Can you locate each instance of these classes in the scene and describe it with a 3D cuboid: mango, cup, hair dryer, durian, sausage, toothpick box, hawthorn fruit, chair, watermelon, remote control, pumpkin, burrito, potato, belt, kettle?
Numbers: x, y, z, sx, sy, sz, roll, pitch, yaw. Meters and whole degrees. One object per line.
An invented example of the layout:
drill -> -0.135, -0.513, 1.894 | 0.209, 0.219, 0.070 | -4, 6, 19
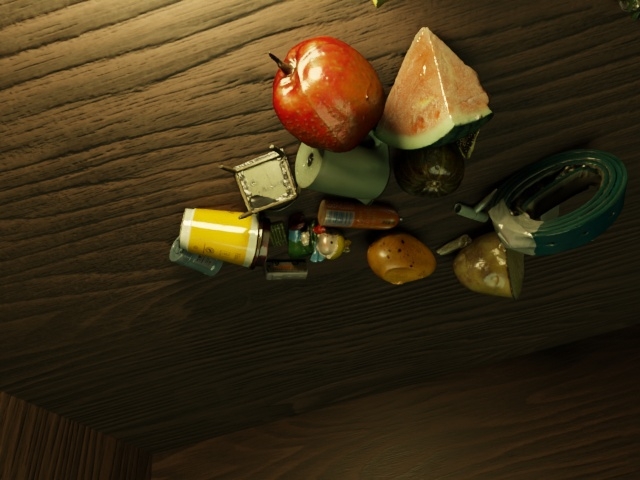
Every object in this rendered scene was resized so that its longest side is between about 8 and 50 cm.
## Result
mango -> 0.311, 0.060, 1.576 | 0.290, 0.191, 0.160 | 11, 141, -21
cup -> -0.302, -0.016, 1.331 | 0.279, 0.196, 0.196 | 11, 135, -13
hair dryer -> 0.609, -0.154, 1.537 | 0.154, 0.044, 0.183 | 11, 129, -29
durian -> 0.443, -0.321, 1.253 | 0.071, 0.110, 0.140 | 17, 134, 1
sausage -> 0.150, -0.086, 1.439 | 0.312, 0.093, 0.093 | 3, 137, -19
toothpick box -> -0.427, 0.053, 1.426 | 0.101, 0.101, 0.153 | -37, 136, 25
hawthorn fruit -> -0.005, -0.348, 0.963 | 0.254, 0.254, 0.300 | -39, 146, 27
chair -> -0.162, -0.166, 1.217 | 0.188, 0.166, 0.272 | -20, -178, 6
watermelon -> 0.275, -0.351, 1.076 | 0.292, 0.283, 0.250 | 42, 92, -18
remote control -> 0.907, -0.146, 1.638 | 0.077, 0.022, 0.245 | -22, 139, 12
pumpkin -> 0.338, -0.233, 1.285 | 0.219, 0.162, 0.219 | 6, 158, 2
burrito -> 0.557, 0.022, 1.718 | 0.149, 0.041, 0.055 | -32, 123, 25
potato -> 0.679, 0.091, 1.699 | 0.237, 0.301, 0.288 | -6, 178, 40
belt -> 0.807, -0.126, 1.415 | 0.436, 0.300, 0.173 | -32, 137, 14
kettle -> 0.081, -0.236, 1.208 | 0.255, 0.165, 0.240 | 10, 106, -27

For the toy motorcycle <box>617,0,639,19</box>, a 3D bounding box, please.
toy motorcycle -> 0.822, -0.646, 0.959 | 0.205, 0.127, 0.275 | -12, 143, 2

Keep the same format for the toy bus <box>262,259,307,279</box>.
toy bus -> -0.136, 0.115, 1.604 | 0.172, 0.072, 0.057 | 0, 142, -15

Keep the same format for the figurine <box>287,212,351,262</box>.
figurine -> 0.000, -0.012, 1.472 | 0.234, 0.127, 0.185 | 1, 123, -3

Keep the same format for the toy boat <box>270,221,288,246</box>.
toy boat -> -0.155, -0.022, 1.482 | 0.063, 0.016, 0.115 | -14, 140, -1

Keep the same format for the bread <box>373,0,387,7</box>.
bread -> 0.249, -0.616, 0.749 | 0.361, 0.245, 0.233 | -9, 139, 0
